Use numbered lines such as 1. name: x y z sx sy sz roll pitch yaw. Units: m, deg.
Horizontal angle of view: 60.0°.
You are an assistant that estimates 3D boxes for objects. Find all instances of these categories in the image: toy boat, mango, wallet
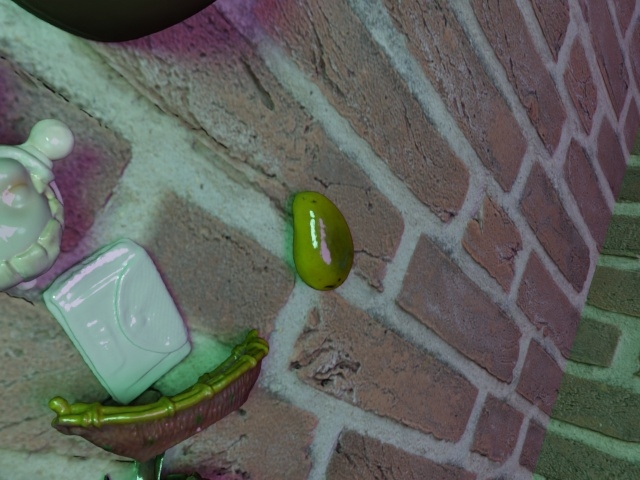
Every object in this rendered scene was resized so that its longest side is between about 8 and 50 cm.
1. toy boat: -0.162 0.186 0.674 0.318 0.141 0.099 -10 76 -55
2. mango: 0.000 0.000 0.852 0.103 0.076 0.161 -26 108 -34
3. wallet: -0.229 0.097 0.657 0.124 0.032 0.182 -39 125 -32

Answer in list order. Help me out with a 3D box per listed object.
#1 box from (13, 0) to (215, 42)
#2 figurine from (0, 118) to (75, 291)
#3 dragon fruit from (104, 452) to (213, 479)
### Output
1. box: -0.172 -0.343 0.495 0.301 0.216 0.300 -13 109 -43
2. figurine: -0.316 -0.051 0.469 0.182 0.145 0.256 -53 132 -53
3. dragon fruit: -0.177 0.381 0.670 0.192 0.193 0.274 2 96 -20
